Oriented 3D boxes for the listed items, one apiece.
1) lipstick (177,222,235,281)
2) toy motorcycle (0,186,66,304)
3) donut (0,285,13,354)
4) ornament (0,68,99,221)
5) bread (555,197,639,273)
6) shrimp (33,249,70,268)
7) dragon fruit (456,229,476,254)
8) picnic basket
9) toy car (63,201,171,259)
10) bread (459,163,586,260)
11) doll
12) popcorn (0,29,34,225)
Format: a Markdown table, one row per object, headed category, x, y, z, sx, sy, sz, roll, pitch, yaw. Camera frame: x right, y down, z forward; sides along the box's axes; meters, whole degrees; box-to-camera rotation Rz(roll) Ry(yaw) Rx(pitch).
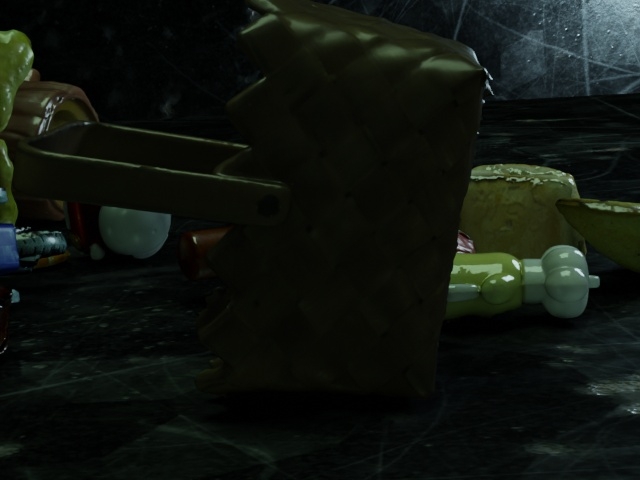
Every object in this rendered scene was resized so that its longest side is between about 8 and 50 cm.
| category | x | y | z | sx | sy | sz | roll | pitch | yaw |
| --- | --- | --- | --- | --- | --- | --- | --- | --- | --- |
| lipstick | 0.000 | 0.000 | 1.540 | 0.299 | 0.081 | 0.081 | -9 | 11 | -30 |
| toy motorcycle | -0.376 | 0.017 | 1.504 | 0.169 | 0.113 | 0.315 | -9 | -3 | 23 |
| donut | -0.315 | 0.074 | 1.271 | 0.140 | 0.059 | 0.140 | -3 | 10 | 1 |
| ornament | -0.419 | -0.112 | 2.065 | 0.217 | 0.221 | 0.235 | 4 | 42 | 21 |
| bread | 0.298 | 0.002 | 1.459 | 0.187 | 0.065 | 0.149 | 10 | -2 | -20 |
| shrimp | -0.340 | 0.018 | 1.720 | 0.127 | 0.025 | 0.091 | -2 | 8 | -16 |
| dragon fruit | 0.069 | -0.002 | 1.403 | 0.162 | 0.083 | 0.106 | -1 | -23 | 15 |
| picnic basket | -0.045 | -0.037 | 1.136 | 0.321 | 0.291 | 0.254 | 9 | 10 | 0 |
| toy car | -0.217 | -0.036 | 1.729 | 0.112 | 0.139 | 0.112 | -34 | 44 | -25 |
| bread | 0.196 | -0.021 | 1.523 | 0.125 | 0.106 | 0.082 | 1 | 11 | 14 |
| doll | 0.153 | 0.038 | 1.314 | 0.162 | 0.062 | 0.106 | -4 | 8 | 5 |
| popcorn | -0.477 | -0.100 | 1.836 | 0.321 | 0.326 | 0.290 | -27 | 31 | 10 |
